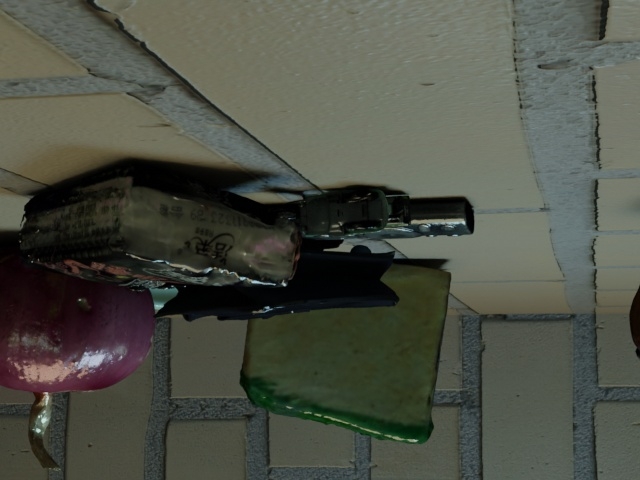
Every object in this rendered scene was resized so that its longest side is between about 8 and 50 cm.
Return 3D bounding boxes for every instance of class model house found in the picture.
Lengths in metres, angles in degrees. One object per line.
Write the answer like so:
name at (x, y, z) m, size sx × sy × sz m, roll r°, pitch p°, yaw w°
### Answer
model house at (0.046, 0.208, 2.349) m, size 0.382 × 0.334 × 0.342 m, roll 10°, pitch 171°, yaw 1°

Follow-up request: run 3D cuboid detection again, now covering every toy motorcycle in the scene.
toy motorcycle at (0.020, -0.033, 1.518) m, size 0.173 × 0.058 × 0.100 m, roll -4°, pitch 177°, yaw 18°

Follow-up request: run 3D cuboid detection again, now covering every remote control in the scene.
remote control at (0.016, -0.024, 1.635) m, size 0.378 × 0.044 × 0.107 m, roll -1°, pitch 176°, yaw 13°

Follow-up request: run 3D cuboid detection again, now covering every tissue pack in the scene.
tissue pack at (-0.202, -0.005, 1.479) m, size 0.245 × 0.123 × 0.332 m, roll 11°, pitch 171°, yaw -33°

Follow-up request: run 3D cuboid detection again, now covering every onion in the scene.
onion at (-0.472, 0.148, 2.017) m, size 0.358 × 0.345 × 0.358 m, roll 35°, pitch -179°, yaw 0°

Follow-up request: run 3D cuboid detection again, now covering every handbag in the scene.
handbag at (-0.072, 0.059, 1.776) m, size 0.269 × 0.118 × 0.326 m, roll -10°, pitch 171°, yaw 39°

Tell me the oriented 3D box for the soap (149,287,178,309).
soap at (-0.271, 0.105, 2.420) m, size 0.261 × 0.094 × 0.150 m, roll 5°, pitch 171°, yaw -33°

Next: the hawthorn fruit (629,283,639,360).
hawthorn fruit at (0.571, 0.079, 1.573) m, size 0.308 × 0.325 × 0.308 m, roll 26°, pitch 145°, yaw 20°

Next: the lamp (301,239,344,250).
lamp at (0.000, 0.000, 1.871) m, size 0.063 × 0.031 × 0.083 m, roll 4°, pitch 168°, yaw -38°
